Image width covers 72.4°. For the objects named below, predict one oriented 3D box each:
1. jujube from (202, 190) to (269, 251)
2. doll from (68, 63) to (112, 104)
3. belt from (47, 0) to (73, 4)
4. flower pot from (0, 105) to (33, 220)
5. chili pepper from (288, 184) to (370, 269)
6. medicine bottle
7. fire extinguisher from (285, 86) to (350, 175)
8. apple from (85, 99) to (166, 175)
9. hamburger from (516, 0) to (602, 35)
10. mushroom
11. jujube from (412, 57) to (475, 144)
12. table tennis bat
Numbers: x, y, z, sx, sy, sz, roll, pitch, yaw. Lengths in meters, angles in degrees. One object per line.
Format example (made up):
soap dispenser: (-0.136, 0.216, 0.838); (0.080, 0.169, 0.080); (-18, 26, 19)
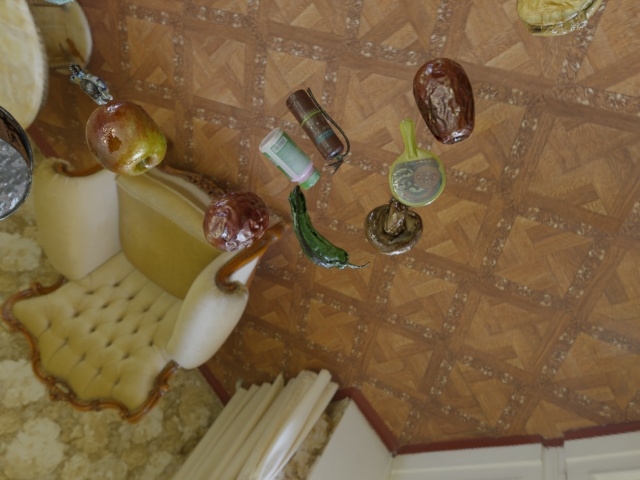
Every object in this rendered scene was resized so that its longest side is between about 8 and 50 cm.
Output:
jujube: (-0.247, -0.059, 1.286); (0.174, 0.250, 0.174); (3, 109, 10)
doll: (-0.734, -0.496, 1.401); (0.195, 0.070, 0.096); (34, 137, 18)
belt: (-0.512, -0.562, 0.857); (0.198, 0.078, 0.151); (-43, 96, 4)
flower pot: (-0.614, -0.123, 0.745); (0.166, 0.269, 0.268); (22, 123, 35)
chili pepper: (0.000, 0.000, 1.071); (0.278, 0.122, 0.065); (50, 152, -20)
medicine bottle: (-0.125, -0.345, 1.877); (0.133, 0.133, 0.274); (-28, 120, 35)
fire extinguisher: (0.000, -0.163, 0.656); (0.056, 0.039, 0.132); (-35, 85, -3)
apple: (-0.486, -0.249, 1.078); (0.173, 0.160, 0.195); (58, 142, 4)
hamburger: (0.436, -0.449, 0.791); (0.138, 0.083, 0.147); (19, 99, 44)
mushroom: (0.336, -0.067, 1.991); (0.264, 0.195, 0.283); (26, 90, 7)
jujube: (0.470, -0.527, 1.653); (0.223, 0.223, 0.317); (-19, 82, 34)
table tennis bat: (0.380, -0.318, 1.776); (0.224, 0.054, 0.368); (-9, 84, 17)
